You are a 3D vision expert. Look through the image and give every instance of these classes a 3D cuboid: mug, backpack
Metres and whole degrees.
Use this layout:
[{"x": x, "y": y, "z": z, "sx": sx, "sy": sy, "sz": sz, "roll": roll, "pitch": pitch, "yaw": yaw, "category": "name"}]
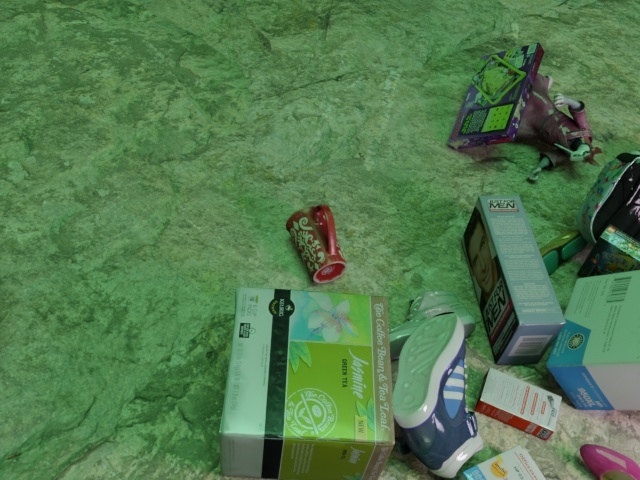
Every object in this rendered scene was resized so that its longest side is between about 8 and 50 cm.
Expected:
[{"x": -0.009, "y": 0.005, "z": 1.655, "sx": 0.113, "sy": 0.150, "sz": 0.169, "roll": -21, "pitch": 60, "yaw": -5, "category": "mug"}, {"x": 0.789, "y": -0.076, "z": 1.710, "sx": 0.225, "sy": 0.253, "sz": 0.191, "roll": 28, "pitch": 7, "yaw": -7, "category": "backpack"}]

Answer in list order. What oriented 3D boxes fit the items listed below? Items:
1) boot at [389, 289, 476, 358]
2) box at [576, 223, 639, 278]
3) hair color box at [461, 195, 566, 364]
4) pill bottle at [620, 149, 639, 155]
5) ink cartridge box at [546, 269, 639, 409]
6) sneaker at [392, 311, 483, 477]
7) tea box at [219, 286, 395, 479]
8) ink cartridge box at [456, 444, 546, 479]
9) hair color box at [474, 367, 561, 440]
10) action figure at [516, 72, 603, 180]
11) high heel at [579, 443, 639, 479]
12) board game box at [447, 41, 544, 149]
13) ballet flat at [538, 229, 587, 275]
[{"x": 0.231, "y": 0.191, "z": 1.577, "sx": 0.258, "sy": 0.095, "sz": 0.123, "roll": -9, "pitch": 47, "yaw": -25, "category": "boot"}, {"x": 0.734, "y": 0.069, "z": 1.635, "sx": 0.159, "sy": 0.233, "sz": 0.044, "roll": 38, "pitch": 74, "yaw": 21, "category": "box"}, {"x": 0.452, "y": 0.089, "z": 1.614, "sx": 0.113, "sy": 0.185, "sz": 0.374, "roll": -1, "pitch": 51, "yaw": -7, "category": "hair color box"}, {"x": 0.968, "y": -0.234, "z": 2.009, "sx": 0.137, "sy": 0.078, "sz": 0.078, "roll": -5, "pitch": 52, "yaw": -11, "category": "pill bottle"}, {"x": 0.729, "y": 0.204, "z": 1.424, "sx": 0.166, "sy": 0.395, "sz": 0.285, "roll": 52, "pitch": 51, "yaw": -20, "category": "ink cartridge box"}, {"x": 0.266, "y": 0.336, "z": 1.416, "sx": 0.130, "sy": 0.236, "sz": 0.323, "roll": -17, "pitch": 27, "yaw": 35, "category": "sneaker"}, {"x": -0.029, "y": 0.293, "z": 1.367, "sx": 0.323, "sy": 0.220, "sz": 0.329, "roll": 4, "pitch": 51, "yaw": -5, "category": "tea box"}, {"x": 0.383, "y": 0.491, "z": 1.361, "sx": 0.181, "sy": 0.061, "sz": 0.104, "roll": -18, "pitch": 56, "yaw": -21, "category": "ink cartridge box"}, {"x": 0.436, "y": 0.361, "z": 1.479, "sx": 0.167, "sy": 0.053, "sz": 0.093, "roll": 21, "pitch": 51, "yaw": 12, "category": "hair color box"}, {"x": 0.697, "y": -0.331, "z": 2.019, "sx": 0.275, "sy": 0.248, "sz": 0.370, "roll": -10, "pitch": 47, "yaw": -49, "category": "action figure"}, {"x": 0.623, "y": 0.523, "z": 1.354, "sx": 0.244, "sy": 0.082, "sz": 0.117, "roll": 41, "pitch": 46, "yaw": 8, "category": "high heel"}, {"x": 0.525, "y": -0.430, "z": 2.000, "sx": 0.208, "sy": 0.056, "sz": 0.347, "roll": 2, "pitch": 59, "yaw": 43, "category": "board game box"}, {"x": 0.608, "y": 0.037, "z": 1.763, "sx": 0.232, "sy": 0.080, "sz": 0.073, "roll": -25, "pitch": 30, "yaw": -27, "category": "ballet flat"}]
